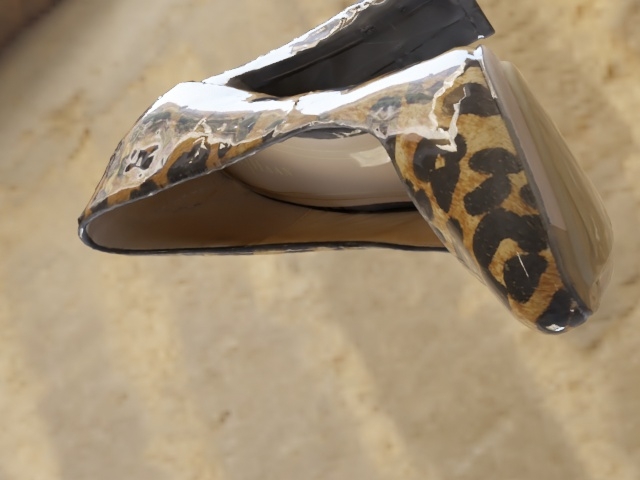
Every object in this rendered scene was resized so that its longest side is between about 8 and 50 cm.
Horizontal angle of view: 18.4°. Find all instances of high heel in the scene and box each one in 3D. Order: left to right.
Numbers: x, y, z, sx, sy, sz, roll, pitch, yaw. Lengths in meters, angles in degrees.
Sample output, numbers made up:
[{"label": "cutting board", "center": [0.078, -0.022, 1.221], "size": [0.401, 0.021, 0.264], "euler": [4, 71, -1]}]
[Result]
[{"label": "high heel", "center": [0.000, 0.000, 0.712], "size": [0.093, 0.186, 0.261], "euler": [54, 8, -28]}]
